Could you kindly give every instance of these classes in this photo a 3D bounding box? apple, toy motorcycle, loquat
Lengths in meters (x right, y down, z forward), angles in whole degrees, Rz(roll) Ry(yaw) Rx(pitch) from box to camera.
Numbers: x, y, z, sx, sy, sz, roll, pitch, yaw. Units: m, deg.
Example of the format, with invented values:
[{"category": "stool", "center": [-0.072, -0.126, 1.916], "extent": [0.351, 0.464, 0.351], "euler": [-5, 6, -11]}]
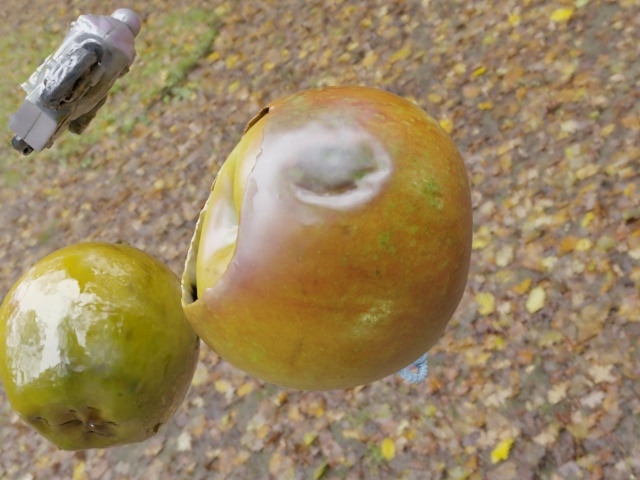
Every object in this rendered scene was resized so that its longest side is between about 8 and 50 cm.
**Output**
[{"category": "apple", "center": [0.000, 0.000, 0.722], "extent": [0.207, 0.237, 0.237], "euler": [-1, 24, -22]}, {"category": "toy motorcycle", "center": [-0.231, -0.159, 0.915], "extent": [0.152, 0.073, 0.225], "euler": [-55, 14, -24]}, {"category": "loquat", "center": [-0.223, 0.091, 0.989], "extent": [0.213, 0.213, 0.246], "euler": [-20, 43, 25]}]

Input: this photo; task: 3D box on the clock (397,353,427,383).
[{"category": "clock", "center": [0.121, 0.164, 1.698], "extent": [0.100, 0.194, 0.195], "euler": [-42, 30, 29]}]
